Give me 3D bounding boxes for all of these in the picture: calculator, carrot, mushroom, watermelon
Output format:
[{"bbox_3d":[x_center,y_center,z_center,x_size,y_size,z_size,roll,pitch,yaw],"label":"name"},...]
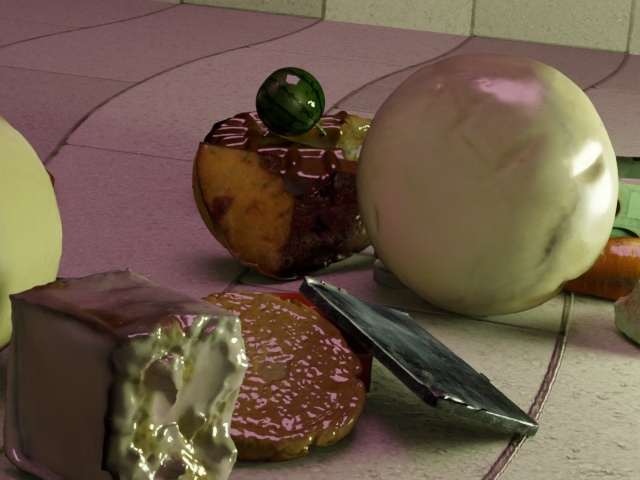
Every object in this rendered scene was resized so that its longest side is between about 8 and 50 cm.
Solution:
[{"bbox_3d":[0.097,0.116,1.357,0.161,0.021,0.262,21,12,-37],"label":"calculator"},{"bbox_3d":[0.354,0.033,1.684,0.193,0.087,0.087,9,19,10],"label":"carrot"},{"bbox_3d":[0.187,-0.091,1.604,0.315,0.315,0.356,0,48,-13],"label":"mushroom"},{"bbox_3d":[0.406,0.066,1.540,0.098,0.158,0.121,-9,50,-34],"label":"watermelon"},{"bbox_3d":[-0.039,-0.192,1.897,0.109,0.109,0.109,4,19,-1],"label":"watermelon"}]

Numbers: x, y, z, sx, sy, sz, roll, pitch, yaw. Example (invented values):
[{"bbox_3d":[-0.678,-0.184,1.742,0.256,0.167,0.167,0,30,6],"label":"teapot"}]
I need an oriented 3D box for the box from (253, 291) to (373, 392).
[{"bbox_3d":[-0.011,0.106,1.440,0.112,0.048,0.175,1,19,-9],"label":"box"}]

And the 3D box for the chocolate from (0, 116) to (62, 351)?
[{"bbox_3d":[-0.399,-0.015,1.283,0.314,0.326,0.297,40,29,5],"label":"chocolate"}]

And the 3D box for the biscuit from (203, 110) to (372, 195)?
[{"bbox_3d":[-0.045,-0.114,1.988,0.268,0.115,0.366,4,17,-3],"label":"biscuit"}]

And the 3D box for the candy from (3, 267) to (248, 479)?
[{"bbox_3d":[-0.171,0.131,1.148,0.195,0.184,0.137,15,16,41],"label":"candy"}]

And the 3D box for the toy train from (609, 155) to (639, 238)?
[{"bbox_3d":[0.465,-0.021,1.757,0.326,0.159,0.129,8,21,7],"label":"toy train"}]

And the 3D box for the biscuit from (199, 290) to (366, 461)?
[{"bbox_3d":[-0.065,0.128,1.289,0.226,0.042,0.226,7,38,-5],"label":"biscuit"}]

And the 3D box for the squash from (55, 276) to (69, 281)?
[{"bbox_3d":[-0.212,0.091,1.414,0.318,0.071,0.080,18,60,28],"label":"squash"}]

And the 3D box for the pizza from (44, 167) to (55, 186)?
[{"bbox_3d":[-0.475,-0.084,1.895,0.193,0.053,0.201,3,19,-5],"label":"pizza"}]

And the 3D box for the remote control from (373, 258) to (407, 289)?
[{"bbox_3d":[0.163,0.025,1.761,0.245,0.022,0.077,-15,29,-43],"label":"remote control"}]

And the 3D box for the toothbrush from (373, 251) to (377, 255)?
[{"bbox_3d":[0.000,0.000,1.808,0.219,0.019,0.016,9,17,15],"label":"toothbrush"}]

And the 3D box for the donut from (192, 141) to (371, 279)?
[{"bbox_3d":[-0.046,-0.028,1.712,0.295,0.151,0.112,10,1,-25],"label":"donut"}]
